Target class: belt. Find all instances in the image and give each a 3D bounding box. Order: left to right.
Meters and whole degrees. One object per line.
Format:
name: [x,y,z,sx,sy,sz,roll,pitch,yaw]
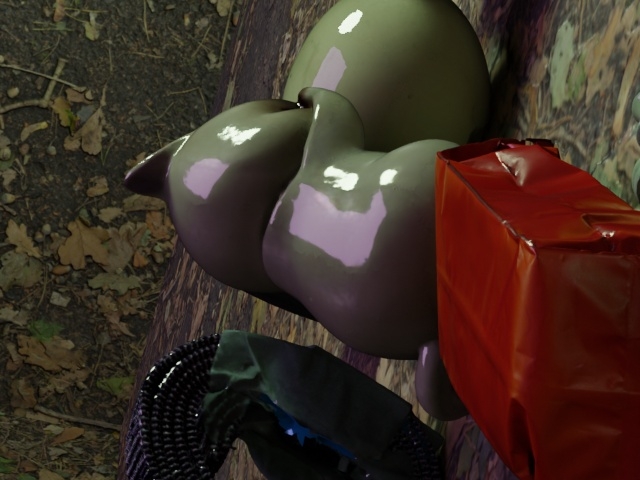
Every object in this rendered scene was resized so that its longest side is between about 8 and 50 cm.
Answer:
belt: [-0.039,0.229,1.649,0.260,0.325,0.122,-55,-4,-32]

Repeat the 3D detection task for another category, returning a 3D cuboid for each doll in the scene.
doll: [0.025,-0.017,1.577,0.226,0.370,0.215,-61,-29,3]

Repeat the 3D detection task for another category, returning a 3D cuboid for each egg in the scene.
egg: [0.069,-0.141,1.767,0.219,0.219,0.269,-100,30,-62]

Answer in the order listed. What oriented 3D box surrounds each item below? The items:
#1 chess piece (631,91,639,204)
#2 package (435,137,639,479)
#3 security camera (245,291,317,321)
chess piece: [0.252,-0.077,1.238,0.149,0.059,0.059,-87,15,-55]
package: [0.167,0.046,1.257,0.423,0.123,0.196,-113,22,-73]
security camera: [0.009,-0.048,2.067,0.191,0.197,0.277,-103,33,-85]
